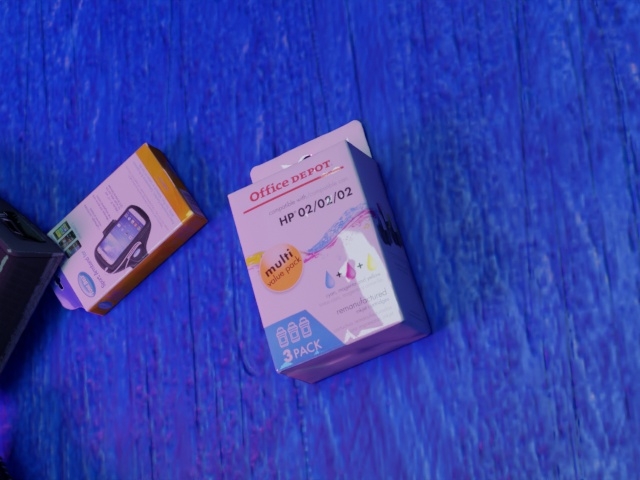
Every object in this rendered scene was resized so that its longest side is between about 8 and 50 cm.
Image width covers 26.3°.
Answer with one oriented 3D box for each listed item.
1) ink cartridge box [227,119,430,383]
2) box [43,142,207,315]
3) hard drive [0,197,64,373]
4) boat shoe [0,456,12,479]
[{"bbox_3d":[0.000,0.000,1.002,0.104,0.061,0.181,-24,68,18],"label":"ink cartridge box"},{"bbox_3d":[-0.163,-0.004,1.101,0.136,0.028,0.081,-42,64,13],"label":"box"},{"bbox_3d":[-0.342,0.020,1.151,0.254,0.054,0.172,30,92,34],"label":"hard drive"},{"bbox_3d":[-0.231,0.235,1.037,0.089,0.109,0.258,-36,78,34],"label":"boat shoe"}]
